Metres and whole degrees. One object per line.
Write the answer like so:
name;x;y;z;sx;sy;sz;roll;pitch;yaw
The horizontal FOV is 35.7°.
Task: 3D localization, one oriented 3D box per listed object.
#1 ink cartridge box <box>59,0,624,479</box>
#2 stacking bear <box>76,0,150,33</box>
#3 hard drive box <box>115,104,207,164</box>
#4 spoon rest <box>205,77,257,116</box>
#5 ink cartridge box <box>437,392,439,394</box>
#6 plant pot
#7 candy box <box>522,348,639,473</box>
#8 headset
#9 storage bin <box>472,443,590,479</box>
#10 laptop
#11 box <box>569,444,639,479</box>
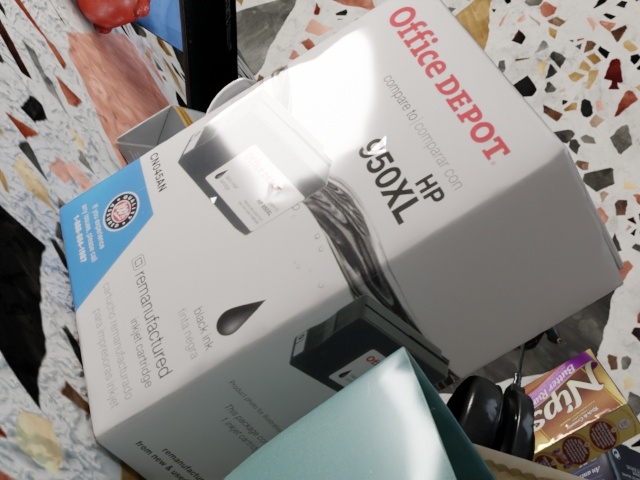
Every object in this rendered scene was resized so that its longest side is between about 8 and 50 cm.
ink cartridge box;0.000;0.000;0.833;0.166;0.395;0.285;53;9;-43
stacking bear;-0.337;-0.447;1.434;0.289;0.175;0.164;66;27;-13
hard drive box;-0.159;-0.078;1.326;0.181;0.089;0.232;59;7;-1
spoon rest;-0.079;-0.050;1.192;0.137;0.084;0.276;1;73;-71
ink cartridge box;0.087;0.279;1.166;0.232;0.171;0.168;62;8;30
plant pot;0.005;0.217;0.593;0.165;0.234;0.165;56;8;-25
candy box;0.250;0.211;1.112;0.053;0.187;0.109;54;9;-26
headset;0.122;0.173;1.050;0.243;0.394;0.185;48;-25;12
storage bin;0.176;0.304;0.765;0.260;0.123;0.262;1;-55;60
laptop;-0.255;-0.380;1.536;0.382;0.236;0.407;92;8;-45
box;0.323;0.451;1.222;0.183;0.296;0.294;25;38;-35
